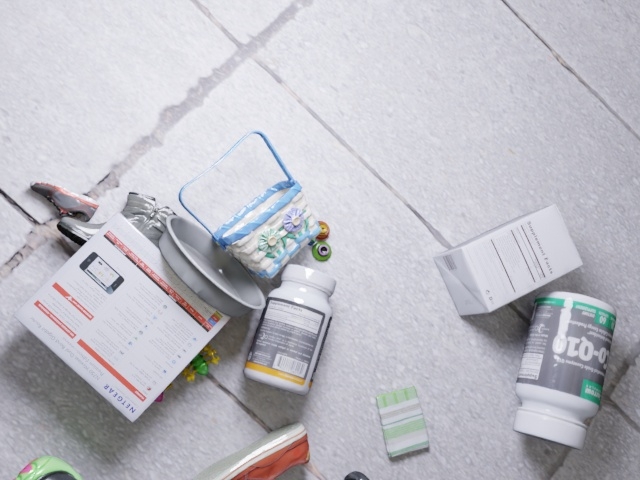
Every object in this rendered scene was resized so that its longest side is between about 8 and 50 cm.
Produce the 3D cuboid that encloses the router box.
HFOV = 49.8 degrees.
[{"bbox_3d":[-0.416,0.160,1.476,0.335,0.082,0.301,45,79,-6],"label":"router box"}]

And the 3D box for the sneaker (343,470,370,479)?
[{"bbox_3d":[0.188,0.659,1.637,0.146,0.122,0.330,-39,91,-35],"label":"sneaker"}]

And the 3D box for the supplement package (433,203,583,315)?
[{"bbox_3d":[0.475,0.051,1.761,0.293,0.177,0.175,-23,87,-17],"label":"supplement package"}]

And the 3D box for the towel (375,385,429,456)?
[{"bbox_3d":[0.203,0.449,1.713,0.113,0.023,0.152,-11,82,-18],"label":"towel"}]

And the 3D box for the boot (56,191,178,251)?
[{"bbox_3d":[-0.463,-0.043,1.586,0.246,0.083,0.161,25,72,-22],"label":"boot"}]

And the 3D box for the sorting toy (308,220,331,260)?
[{"bbox_3d":[0.000,0.000,1.716,0.061,0.042,0.102,-5,83,-15],"label":"sorting toy"}]

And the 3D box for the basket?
[{"bbox_3d":[-0.151,-0.078,1.605,0.255,0.201,0.289,-44,103,-16],"label":"basket"}]

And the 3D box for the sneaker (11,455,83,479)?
[{"bbox_3d":[-0.628,0.682,1.375,0.202,0.185,0.483,31,76,-4],"label":"sneaker"}]

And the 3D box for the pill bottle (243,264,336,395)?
[{"bbox_3d":[-0.064,0.207,1.607,0.162,0.162,0.278,20,76,-11],"label":"pill bottle"}]

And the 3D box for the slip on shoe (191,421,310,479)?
[{"bbox_3d":[-0.166,0.529,1.557,0.331,0.123,0.101,-23,92,-21],"label":"slip on shoe"}]

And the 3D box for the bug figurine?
[{"bbox_3d":[-0.368,0.247,1.564,0.279,0.072,0.216,-31,92,-15],"label":"bug figurine"}]

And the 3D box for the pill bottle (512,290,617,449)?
[{"bbox_3d":[0.610,0.326,1.740,0.204,0.204,0.361,19,77,-11],"label":"pill bottle"}]

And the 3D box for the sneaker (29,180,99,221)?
[{"bbox_3d":[-0.589,-0.087,1.570,0.158,0.061,0.065,21,83,-10],"label":"sneaker"}]

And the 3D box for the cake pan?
[{"bbox_3d":[-0.245,0.063,1.533,0.293,0.293,0.054,44,97,-5],"label":"cake pan"}]
